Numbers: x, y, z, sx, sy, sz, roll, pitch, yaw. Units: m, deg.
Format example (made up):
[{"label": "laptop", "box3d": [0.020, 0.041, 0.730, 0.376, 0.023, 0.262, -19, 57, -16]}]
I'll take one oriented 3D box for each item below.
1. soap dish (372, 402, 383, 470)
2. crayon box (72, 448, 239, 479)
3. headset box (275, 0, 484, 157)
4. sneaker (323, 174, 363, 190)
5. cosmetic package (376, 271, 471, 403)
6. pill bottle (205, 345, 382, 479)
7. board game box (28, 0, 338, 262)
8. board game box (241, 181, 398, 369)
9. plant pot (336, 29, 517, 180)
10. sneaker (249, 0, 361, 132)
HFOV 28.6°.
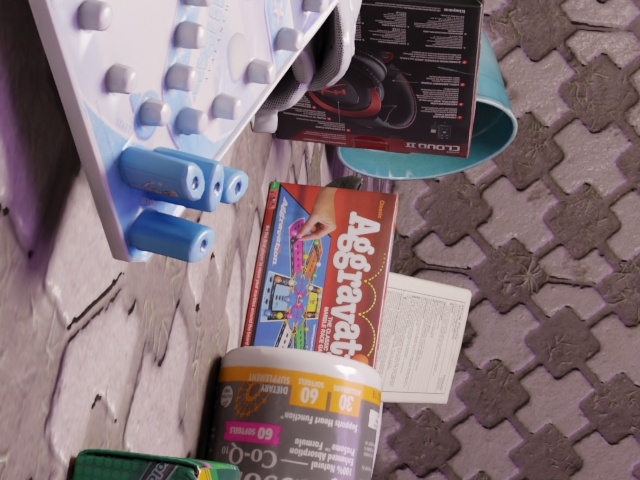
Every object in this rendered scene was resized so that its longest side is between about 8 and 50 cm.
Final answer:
[{"label": "soap dish", "box3d": [0.030, 0.278, 1.962, 0.291, 0.118, 0.229, -73, 168, -59]}, {"label": "crayon box", "box3d": [-0.121, 0.279, 0.816, 0.165, 0.081, 0.279, 64, 33, -78]}, {"label": "headset box", "box3d": [0.057, -0.199, 1.299, 0.293, 0.218, 0.110, 82, 15, -61]}, {"label": "sneaker", "box3d": [0.000, 0.001, 1.559, 0.051, 0.089, 0.170, 66, 31, -77]}, {"label": "cosmetic package", "box3d": [0.062, 0.113, 1.551, 0.309, 0.113, 0.160, 16, 87, -59]}, {"label": "pill bottle", "box3d": [-0.035, 0.249, 1.188, 0.162, 0.162, 0.279, 71, 25, -75]}, {"label": "board game box", "box3d": [-0.027, -0.243, 0.654, 0.390, 0.050, 0.390, -58, 152, -37]}, {"label": "board game box", "box3d": [-0.004, 0.074, 1.348, 0.027, 0.145, 0.281, 82, 16, -67]}, {"label": "plant pot", "box3d": [0.145, -0.262, 1.919, 0.272, 0.271, 0.255, 80, 3, -68]}, {"label": "sneaker", "box3d": [-0.005, -0.253, 0.937, 0.366, 0.137, 0.210, 105, -3, -48]}]
